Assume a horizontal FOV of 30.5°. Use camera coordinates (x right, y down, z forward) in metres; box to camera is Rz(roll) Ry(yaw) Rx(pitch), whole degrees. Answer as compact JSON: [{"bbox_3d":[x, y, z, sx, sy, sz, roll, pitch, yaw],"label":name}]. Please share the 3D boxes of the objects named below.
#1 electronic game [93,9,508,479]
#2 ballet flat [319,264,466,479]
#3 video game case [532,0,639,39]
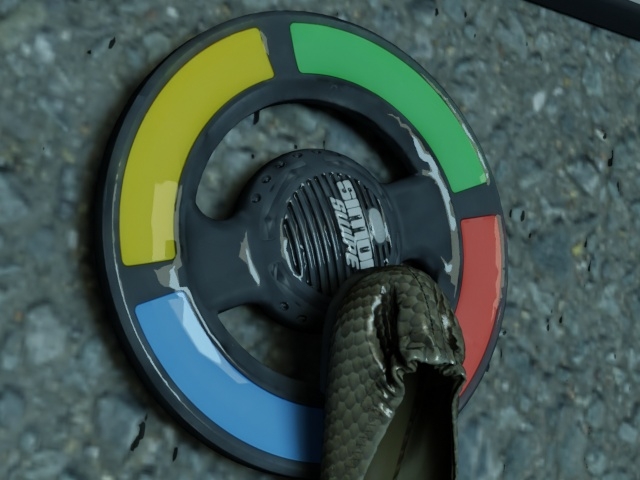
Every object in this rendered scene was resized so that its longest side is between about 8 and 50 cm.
[{"bbox_3d":[0.000,0.000,0.571,0.229,0.048,0.229,7,77,-31],"label":"electronic game"},{"bbox_3d":[0.034,0.135,0.531,0.084,0.058,0.250,-2,99,-32],"label":"ballet flat"},{"bbox_3d":[0.181,-0.257,0.739,0.274,0.035,0.248,11,75,-30],"label":"video game case"}]
